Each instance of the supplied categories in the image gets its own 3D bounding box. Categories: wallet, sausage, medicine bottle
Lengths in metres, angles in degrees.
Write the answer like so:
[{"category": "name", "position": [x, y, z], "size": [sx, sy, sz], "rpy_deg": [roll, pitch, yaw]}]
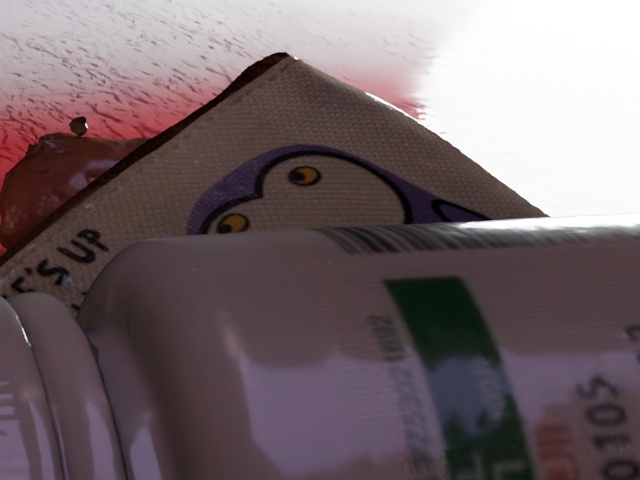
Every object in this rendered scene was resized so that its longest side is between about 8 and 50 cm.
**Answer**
[{"category": "wallet", "position": [-0.024, 0.040, 0.822], "size": [0.275, 0.068, 0.335], "rpy_deg": [33, 47, 20]}, {"category": "sausage", "position": [0.000, 0.000, 1.001], "size": [0.326, 0.079, 0.087], "rpy_deg": [10, 0, -19]}, {"category": "medicine bottle", "position": [0.001, 0.100, 0.601], "size": [0.339, 0.208, 0.208], "rpy_deg": [-3, 31, -21]}]
